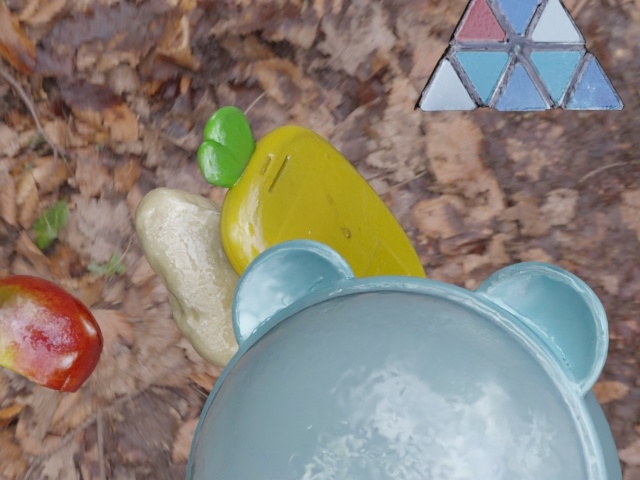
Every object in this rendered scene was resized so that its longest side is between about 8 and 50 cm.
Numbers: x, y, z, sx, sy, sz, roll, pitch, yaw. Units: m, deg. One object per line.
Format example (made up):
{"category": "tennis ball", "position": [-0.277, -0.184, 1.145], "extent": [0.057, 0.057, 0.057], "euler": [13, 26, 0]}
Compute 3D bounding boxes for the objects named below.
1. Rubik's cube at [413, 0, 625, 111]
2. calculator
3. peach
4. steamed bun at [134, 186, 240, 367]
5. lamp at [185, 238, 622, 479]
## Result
{"category": "Rubik's cube", "position": [0.218, -0.274, 1.783], "extent": [0.284, 0.234, 0.250], "euler": [-7, 90, -13]}
{"category": "calculator", "position": [0.000, 0.000, 0.940], "extent": [0.235, 0.032, 0.146], "euler": [46, 45, -24]}
{"category": "peach", "position": [-0.311, 0.099, 1.445], "extent": [0.118, 0.151, 0.151], "euler": [-28, 92, 21]}
{"category": "steamed bun", "position": [-0.135, 0.019, 1.652], "extent": [0.110, 0.212, 0.231], "euler": [-22, 48, 21]}
{"category": "lamp", "position": [0.032, 0.148, 0.622], "extent": [0.209, 0.147, 0.284], "euler": [7, 104, 28]}
